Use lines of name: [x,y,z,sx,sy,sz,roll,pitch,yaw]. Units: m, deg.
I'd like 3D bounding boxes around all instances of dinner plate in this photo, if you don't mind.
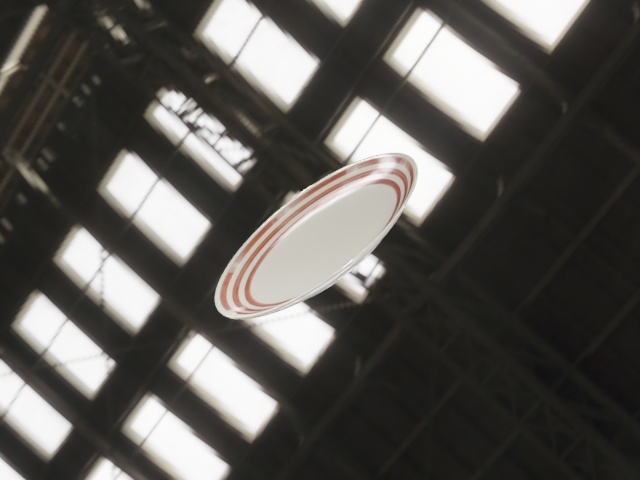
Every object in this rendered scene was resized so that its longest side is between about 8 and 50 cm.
dinner plate: [0.000,0.000,0.856,0.141,0.141,0.017,-28,-66,26]
